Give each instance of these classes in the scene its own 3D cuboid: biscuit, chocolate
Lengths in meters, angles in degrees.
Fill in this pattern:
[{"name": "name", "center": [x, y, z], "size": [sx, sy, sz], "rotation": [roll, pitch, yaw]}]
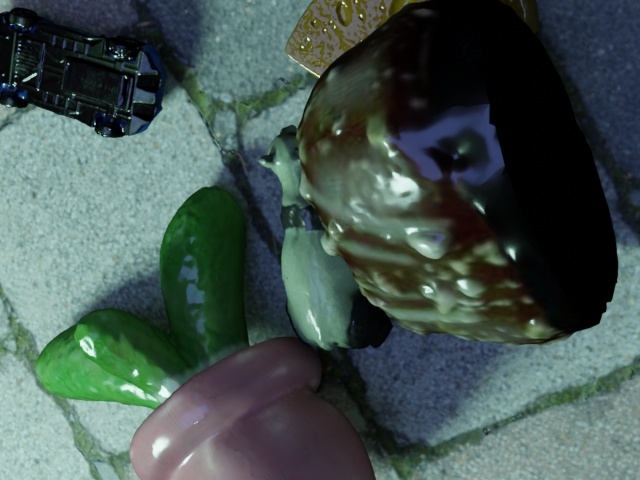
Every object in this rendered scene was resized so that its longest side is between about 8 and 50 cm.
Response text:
[{"name": "biscuit", "center": [0.081, -0.198, 1.046], "size": [0.239, 0.041, 0.212], "rotation": [-5, 107, 20]}, {"name": "chocolate", "center": [0.104, -0.040, 0.955], "size": [0.210, 0.225, 0.340], "rotation": [-10, 140, 28]}]

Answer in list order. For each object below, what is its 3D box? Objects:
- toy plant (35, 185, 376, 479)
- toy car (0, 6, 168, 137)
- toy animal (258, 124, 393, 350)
[{"name": "toy plant", "center": [-0.123, 0.167, 1.120], "size": [0.317, 0.211, 0.356], "rotation": [-46, 74, 24]}, {"name": "toy car", "center": [-0.253, -0.173, 1.152], "size": [0.216, 0.063, 0.103], "rotation": [19, 108, 20]}, {"name": "toy animal", "center": [0.000, 0.000, 1.071], "size": [0.094, 0.121, 0.225], "rotation": [-7, 92, 19]}]
